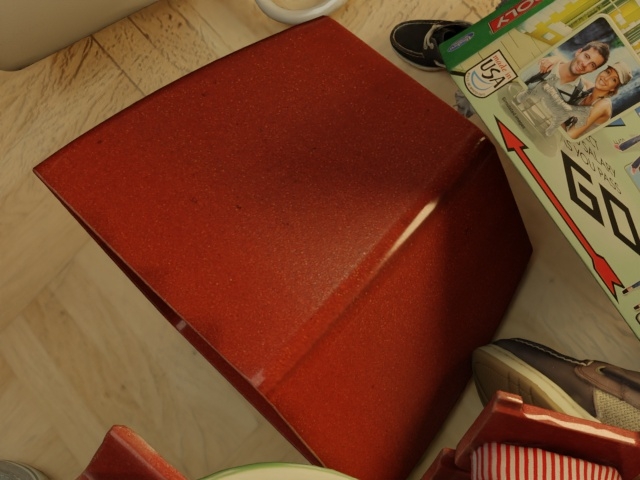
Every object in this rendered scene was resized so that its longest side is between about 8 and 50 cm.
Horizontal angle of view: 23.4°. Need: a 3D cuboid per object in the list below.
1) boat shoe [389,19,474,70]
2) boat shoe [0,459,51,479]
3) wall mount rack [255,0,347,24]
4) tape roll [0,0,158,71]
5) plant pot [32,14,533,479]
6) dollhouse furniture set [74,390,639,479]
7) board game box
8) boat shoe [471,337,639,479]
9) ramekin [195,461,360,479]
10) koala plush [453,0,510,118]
[{"bbox_3d":[0.107,-0.157,1.244,0.125,0.038,0.046,24,84,31],"label":"boat shoe"},{"bbox_3d":[-0.334,0.221,1.306,0.228,0.081,0.079,-4,71,26],"label":"boat shoe"},{"bbox_3d":[-0.020,-0.376,1.332,0.304,0.130,0.350,-25,64,17],"label":"wall mount rack"},{"bbox_3d":[-0.250,-0.292,1.351,0.169,0.246,0.246,-22,64,17],"label":"tape roll"},{"bbox_3d":[0.000,0.000,1.128,0.236,0.267,0.267,-45,58,-7],"label":"plant pot"},{"bbox_3d":[0.006,0.191,0.878,0.152,0.374,0.201,121,157,-49],"label":"dollhouse furniture set"},{"bbox_3d":[0.250,-0.058,0.994,0.213,0.317,0.046,-33,27,14],"label":"board game box"},{"bbox_3d":[0.210,0.134,1.042,0.092,0.102,0.285,-29,30,-20],"label":"boat shoe"},{"bbox_3d":[-0.028,0.292,0.989,0.303,0.303,0.148,68,149,27],"label":"ramekin"},{"bbox_3d":[0.212,-0.146,1.114,0.221,0.203,0.196,22,82,43],"label":"koala plush"}]
